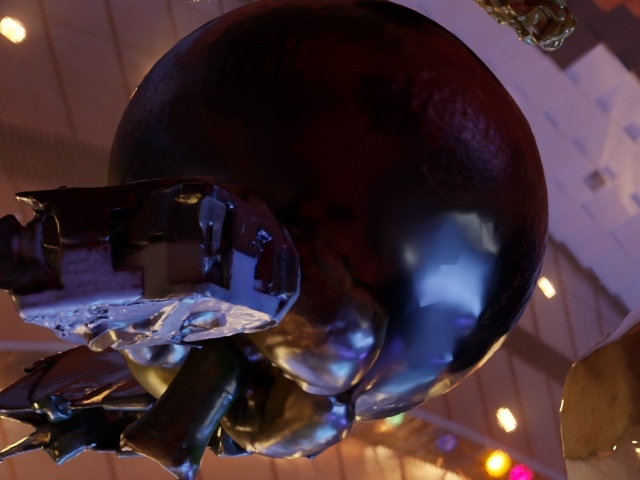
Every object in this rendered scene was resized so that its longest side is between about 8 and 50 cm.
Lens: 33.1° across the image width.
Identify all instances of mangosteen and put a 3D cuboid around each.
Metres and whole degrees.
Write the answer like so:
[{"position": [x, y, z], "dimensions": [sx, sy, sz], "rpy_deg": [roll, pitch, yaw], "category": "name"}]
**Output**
[{"position": [0.001, -0.015, 0.689], "dimensions": [0.297, 0.297, 0.313], "rpy_deg": [47, -170, -4], "category": "mangosteen"}]

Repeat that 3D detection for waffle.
[{"position": [0.113, -0.219, 0.784], "dimensions": [0.149, 0.051, 0.194], "rpy_deg": [37, 178, 31], "category": "waffle"}]

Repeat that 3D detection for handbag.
[{"position": [-0.121, 0.143, 1.023], "dimensions": [0.238, 0.326, 0.089], "rpy_deg": [-24, -71, -69], "category": "handbag"}]

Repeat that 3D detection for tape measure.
[{"position": [-0.054, 0.008, 0.361], "dimensions": [0.094, 0.091, 0.054], "rpy_deg": [52, -148, -74], "category": "tape measure"}]

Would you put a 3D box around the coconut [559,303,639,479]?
[{"position": [0.316, 0.162, 0.711], "dimensions": [0.353, 0.352, 0.352], "rpy_deg": [32, -144, -27], "category": "coconut"}]
